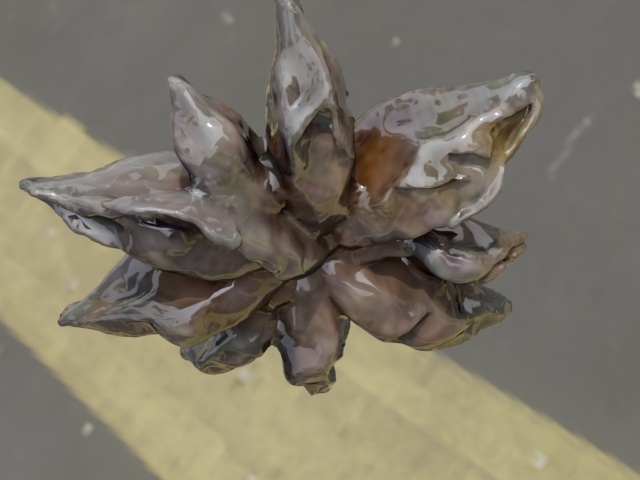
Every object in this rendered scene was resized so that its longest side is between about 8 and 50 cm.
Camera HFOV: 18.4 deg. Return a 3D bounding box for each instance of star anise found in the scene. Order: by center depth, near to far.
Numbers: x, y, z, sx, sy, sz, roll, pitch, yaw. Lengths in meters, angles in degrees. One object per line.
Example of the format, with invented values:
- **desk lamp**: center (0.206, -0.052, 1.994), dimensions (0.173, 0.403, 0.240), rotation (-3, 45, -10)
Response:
- **star anise**: center (0.000, 0.000, 0.702), dimensions (0.195, 0.182, 0.065), rotation (-35, 44, 20)
